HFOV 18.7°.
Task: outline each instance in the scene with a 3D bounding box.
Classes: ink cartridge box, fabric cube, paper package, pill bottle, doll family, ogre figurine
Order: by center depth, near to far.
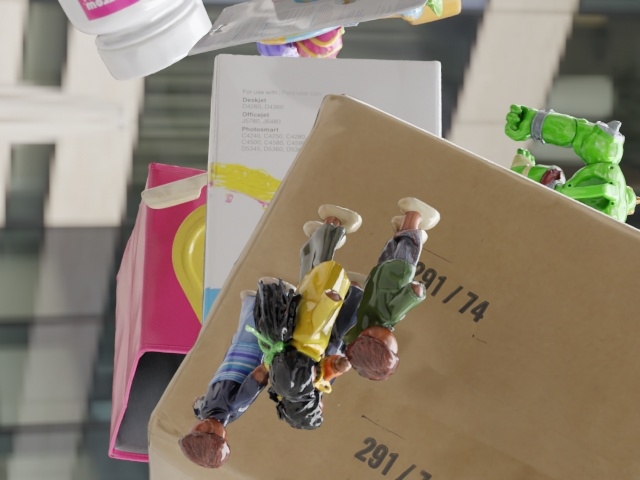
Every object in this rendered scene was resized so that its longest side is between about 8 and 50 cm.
[{"bbox_3d":[-0.011,0.053,0.986,0.193,0.076,0.111,126,-16,-56],"label":"doll family"},{"bbox_3d":[0.080,0.107,1.357,0.309,0.324,0.168,-61,171,-22],"label":"paper package"},{"bbox_3d":[0.000,0.000,1.679,0.198,0.197,0.270,97,-6,-72],"label":"ink cartridge box"},{"bbox_3d":[0.233,-0.033,1.818,0.118,0.097,0.197,-8,-119,34],"label":"ogre figurine"},{"bbox_3d":[-0.246,-0.339,2.245,0.283,0.160,0.160,62,-7,-23],"label":"pill bottle"},{"bbox_3d":[-0.103,0.096,2.282,0.259,0.254,0.258,112,-18,-53],"label":"fabric cube"}]

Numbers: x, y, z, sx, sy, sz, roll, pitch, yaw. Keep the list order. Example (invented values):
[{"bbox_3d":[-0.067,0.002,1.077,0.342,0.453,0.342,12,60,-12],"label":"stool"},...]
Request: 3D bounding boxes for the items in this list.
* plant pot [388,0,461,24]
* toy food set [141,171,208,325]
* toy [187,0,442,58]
[{"bbox_3d":[0.029,-0.310,2.022,0.205,0.188,0.205,-16,90,-88],"label":"plant pot"},{"bbox_3d":[-0.088,0.015,2.079,0.071,0.128,0.218,-71,136,-73],"label":"toy food set"},{"bbox_3d":[0.005,-0.205,1.868,0.137,0.237,0.056,-61,135,-62],"label":"toy"}]
